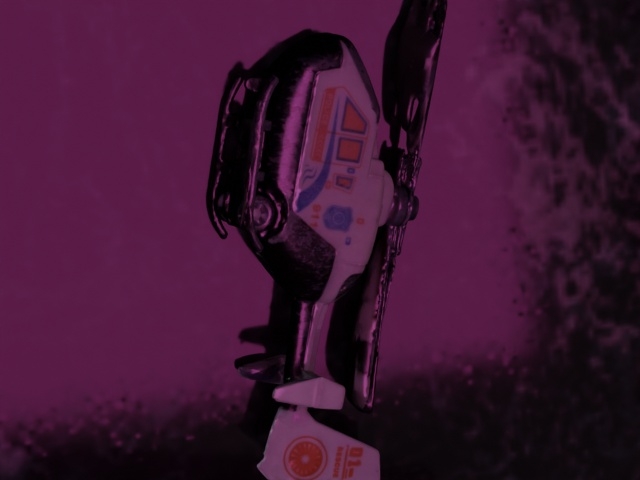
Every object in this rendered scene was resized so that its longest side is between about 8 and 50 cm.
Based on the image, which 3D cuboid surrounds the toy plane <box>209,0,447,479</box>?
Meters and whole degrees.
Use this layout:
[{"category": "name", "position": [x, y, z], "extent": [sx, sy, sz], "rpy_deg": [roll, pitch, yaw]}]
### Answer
[{"category": "toy plane", "position": [-0.001, 0.001, 0.630], "extent": [0.078, 0.053, 0.197], "rpy_deg": [5, 94, -20]}]
